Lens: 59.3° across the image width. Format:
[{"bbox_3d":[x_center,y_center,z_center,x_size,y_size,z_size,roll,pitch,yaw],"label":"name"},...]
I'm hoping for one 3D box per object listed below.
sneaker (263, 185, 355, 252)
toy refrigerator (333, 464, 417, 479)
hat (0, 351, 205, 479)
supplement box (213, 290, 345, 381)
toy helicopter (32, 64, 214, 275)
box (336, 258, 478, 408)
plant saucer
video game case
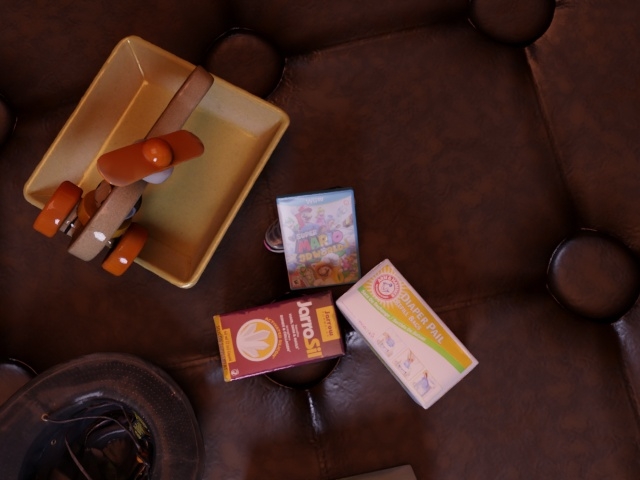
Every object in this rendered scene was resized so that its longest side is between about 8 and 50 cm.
[{"bbox_3d":[-0.020,-0.041,0.923,0.170,0.075,0.063,-28,76,-3],"label":"sneaker"},{"bbox_3d":[0.017,0.419,0.829,0.269,0.094,0.102,-13,86,1],"label":"toy refrigerator"},{"bbox_3d":[-0.342,0.336,0.838,0.331,0.134,0.331,5,70,-14],"label":"hat"},{"bbox_3d":[-0.062,0.150,0.887,0.188,0.081,0.104,-13,79,0],"label":"supplement box"},{"bbox_3d":[-0.249,-0.128,0.811,0.140,0.235,0.355,35,63,-20],"label":"toy helicopter"},{"bbox_3d":[0.125,0.142,0.864,0.103,0.114,0.203,-40,79,-5],"label":"box"},{"bbox_3d":[-0.266,-0.131,0.951,0.333,0.081,0.333,28,81,7],"label":"plant saucer"},{"bbox_3d":[0.000,0.000,0.897,0.119,0.015,0.166,-6,117,2],"label":"video game case"}]
